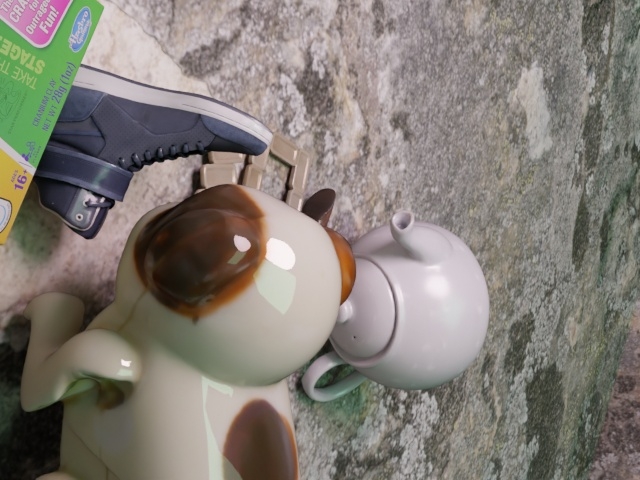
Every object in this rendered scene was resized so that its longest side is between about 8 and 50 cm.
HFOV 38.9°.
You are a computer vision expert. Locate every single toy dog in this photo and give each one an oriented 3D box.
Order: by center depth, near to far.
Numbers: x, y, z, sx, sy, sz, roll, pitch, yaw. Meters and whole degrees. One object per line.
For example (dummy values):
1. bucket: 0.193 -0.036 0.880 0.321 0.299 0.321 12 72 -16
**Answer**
1. toy dog: -0.123 0.146 0.839 0.285 0.395 0.407 11 96 -44

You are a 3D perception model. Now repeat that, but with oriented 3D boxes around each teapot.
1. teapot: 0.088 0.095 1.234 0.187 0.253 0.255 -4 88 -39

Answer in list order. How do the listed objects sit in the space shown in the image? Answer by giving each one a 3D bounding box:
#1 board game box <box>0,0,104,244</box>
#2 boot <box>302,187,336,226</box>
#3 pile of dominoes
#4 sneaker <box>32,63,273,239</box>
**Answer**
1. board game box: -0.319 -0.143 0.685 0.242 0.064 0.316 -68 158 -3
2. boot: 0.000 0.000 1.234 0.106 0.037 0.114 -60 153 -28
3. pile of dominoes: -0.102 -0.028 1.127 0.196 0.040 0.251 31 64 -50
4. sneaker: -0.171 -0.070 0.891 0.086 0.226 0.163 119 -16 -83
